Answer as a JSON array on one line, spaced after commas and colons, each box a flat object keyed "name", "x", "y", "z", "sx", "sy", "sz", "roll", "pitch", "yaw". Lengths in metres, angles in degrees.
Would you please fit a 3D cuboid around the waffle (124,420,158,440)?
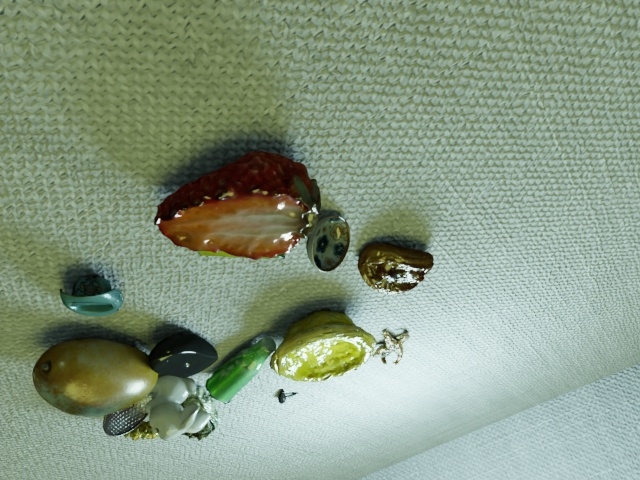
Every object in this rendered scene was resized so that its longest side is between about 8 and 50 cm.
[{"name": "waffle", "x": -0.629, "y": 0.634, "z": 1.964, "sx": 0.191, "sy": 0.046, "sz": 0.160, "roll": 11, "pitch": 180, "yaw": 26}]

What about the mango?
[{"name": "mango", "x": -0.593, "y": 0.372, "z": 1.567, "sx": 0.221, "sy": 0.199, "sz": 0.384, "roll": -36, "pitch": 153, "yaw": 14}]

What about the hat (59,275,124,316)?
[{"name": "hat", "x": -0.538, "y": 0.123, "z": 1.356, "sx": 0.138, "sy": 0.078, "sz": 0.191, "roll": 4, "pitch": 159, "yaw": -13}]

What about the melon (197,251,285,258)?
[{"name": "melon", "x": -0.193, "y": 0.025, "z": 1.378, "sx": 0.261, "sy": 0.053, "sz": 0.114, "roll": 11, "pitch": 144, "yaw": -32}]

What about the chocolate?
[{"name": "chocolate", "x": -0.244, "y": 0.401, "z": 1.818, "sx": 0.110, "sy": 0.110, "sz": 0.291, "roll": 19, "pitch": 129, "yaw": -39}]

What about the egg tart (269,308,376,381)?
[{"name": "egg tart", "x": 0.002, "y": 0.322, "z": 1.774, "sx": 0.345, "sy": 0.133, "sz": 0.345, "roll": -10, "pitch": 143, "yaw": -8}]

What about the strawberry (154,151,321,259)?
[{"name": "strawberry", "x": -0.167, "y": -0.081, "z": 1.180, "sx": 0.335, "sy": 0.149, "sz": 0.265, "roll": -5, "pitch": 151, "yaw": 2}]

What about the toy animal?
[{"name": "toy animal", "x": -0.460, "y": 0.523, "z": 1.824, "sx": 0.178, "sy": 0.193, "sz": 0.128, "roll": -21, "pitch": 146, "yaw": -8}]

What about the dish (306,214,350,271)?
[{"name": "dish", "x": 0.000, "y": 0.000, "z": 1.399, "sx": 0.141, "sy": 0.078, "sz": 0.141, "roll": -22, "pitch": 120, "yaw": -45}]

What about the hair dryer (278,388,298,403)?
[{"name": "hair dryer", "x": -0.120, "y": 0.580, "z": 2.170, "sx": 0.083, "sy": 0.031, "sz": 0.079, "roll": -15, "pitch": 138, "yaw": -25}]

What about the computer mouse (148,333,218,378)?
[{"name": "computer mouse", "x": -0.404, "y": 0.325, "z": 1.658, "sx": 0.137, "sy": 0.086, "sz": 0.270, "roll": -31, "pitch": 156, "yaw": 4}]

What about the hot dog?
[{"name": "hot dog", "x": 0.209, "y": 0.073, "z": 1.558, "sx": 0.226, "sy": 0.099, "sz": 0.160, "roll": 3, "pitch": 141, "yaw": -29}]

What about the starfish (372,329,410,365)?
[{"name": "starfish", "x": 0.245, "y": 0.368, "z": 2.019, "sx": 0.150, "sy": 0.053, "sz": 0.210, "roll": -30, "pitch": 140, "yaw": -3}]

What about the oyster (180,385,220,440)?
[{"name": "oyster", "x": -0.443, "y": 0.608, "z": 2.022, "sx": 0.198, "sy": 0.112, "sz": 0.267, "roll": 39, "pitch": 128, "yaw": -25}]

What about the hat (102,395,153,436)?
[{"name": "hat", "x": -0.636, "y": 0.527, "z": 1.853, "sx": 0.193, "sy": 0.082, "sz": 0.193, "roll": -38, "pitch": 142, "yaw": -38}]
